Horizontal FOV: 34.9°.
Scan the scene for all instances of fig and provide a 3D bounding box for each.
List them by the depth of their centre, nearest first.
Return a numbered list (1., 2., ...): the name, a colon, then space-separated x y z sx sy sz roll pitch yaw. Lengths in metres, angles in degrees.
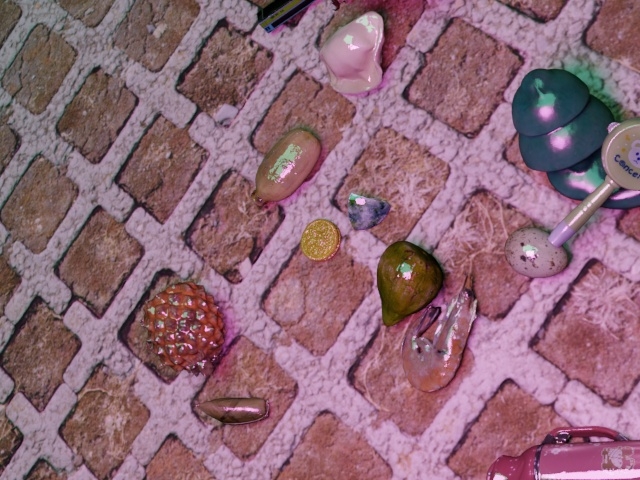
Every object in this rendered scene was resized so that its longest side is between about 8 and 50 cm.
1. fig: 0.144 0.082 1.816 0.123 0.123 0.156 47 111 30

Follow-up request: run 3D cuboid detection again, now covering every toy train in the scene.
1. toy train: -0.036 -0.507 2.120 0.209 0.042 0.044 -31 42 18

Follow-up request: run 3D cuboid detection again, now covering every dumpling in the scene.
1. dumpling: 0.074 -0.356 1.987 0.169 0.100 0.134 -30 78 21

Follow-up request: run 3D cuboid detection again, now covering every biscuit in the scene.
1. biscuit: 0.000 0.000 1.970 0.084 0.023 0.084 -8 74 28

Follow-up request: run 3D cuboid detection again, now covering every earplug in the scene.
1. earplug: 0.442 -0.173 1.692 0.164 0.280 0.257 -49 21 -17

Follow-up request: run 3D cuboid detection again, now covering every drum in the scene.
1. drum: 0.478 -0.078 1.631 0.130 0.049 0.253 26 113 4

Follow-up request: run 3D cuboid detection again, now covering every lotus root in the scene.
1. lotus root: -0.073 -0.140 2.018 0.183 0.077 0.090 -49 59 7

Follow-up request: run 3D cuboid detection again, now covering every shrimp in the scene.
1. shrimp: 0.209 0.158 1.801 0.126 0.047 0.223 20 88 42

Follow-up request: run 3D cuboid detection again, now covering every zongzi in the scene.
1. zongzi: -0.163 0.314 1.920 0.104 0.113 0.052 -16 62 25

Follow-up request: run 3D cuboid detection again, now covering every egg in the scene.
1. egg: 0.365 0.022 1.725 0.110 0.085 0.085 15 84 24

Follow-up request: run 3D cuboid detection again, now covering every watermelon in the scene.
1. watermelon: 0.090 -0.062 1.934 0.085 0.085 0.061 -41 31 14

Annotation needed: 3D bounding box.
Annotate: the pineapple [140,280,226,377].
1. pineapple: -0.260 0.183 1.990 0.166 0.166 0.193 -37 68 16

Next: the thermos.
1. thermos: 0.417 0.355 1.589 0.330 0.109 0.136 -9 73 27

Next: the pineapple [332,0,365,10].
1. pineapple: 0.110 -0.628 1.903 0.300 0.352 0.352 -18 68 13
